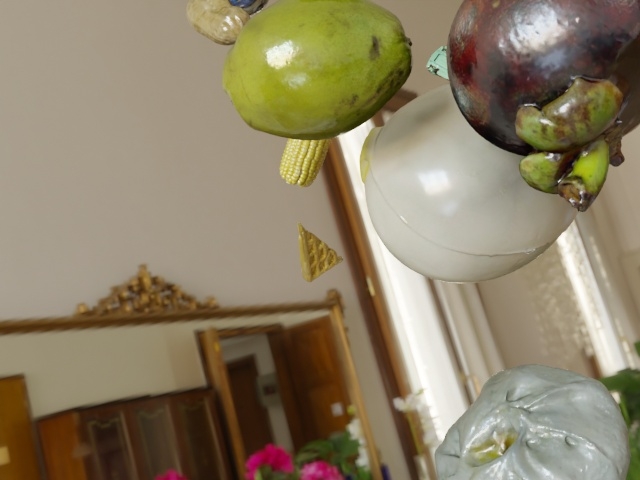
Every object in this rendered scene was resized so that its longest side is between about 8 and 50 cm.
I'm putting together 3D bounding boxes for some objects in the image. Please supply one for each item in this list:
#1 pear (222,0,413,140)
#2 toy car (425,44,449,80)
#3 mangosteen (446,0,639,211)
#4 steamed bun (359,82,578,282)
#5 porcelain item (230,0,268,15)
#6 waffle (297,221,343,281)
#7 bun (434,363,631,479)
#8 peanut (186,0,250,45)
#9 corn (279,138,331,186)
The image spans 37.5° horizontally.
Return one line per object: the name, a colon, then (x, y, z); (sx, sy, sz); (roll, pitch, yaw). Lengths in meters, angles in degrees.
pear: (-0.005, -0.243, 1.314); (0.269, 0.212, 0.212); (-17, -12, 9)
toy car: (0.255, -0.319, 1.765); (0.059, 0.122, 0.035); (-53, -26, -2)
mangosteen: (0.333, -0.222, 1.246); (0.306, 0.359, 0.306); (-16, -31, -10)
steamed bun: (0.249, -0.099, 1.537); (0.374, 0.334, 0.334); (-22, -6, -34)
porcelain item: (-0.207, -0.618, 2.288); (0.186, 0.288, 0.138); (-34, -56, 14)
waffle: (0.000, 0.000, 2.192); (0.125, 0.032, 0.191); (-30, -42, -27)
bun: (0.334, 0.352, 1.566); (0.354, 0.354, 0.194); (-24, -51, 35)
peanut: (-0.224, -0.488, 2.066); (0.095, 0.226, 0.108); (-26, -50, -22)
corn: (-0.020, -0.240, 2.114); (0.093, 0.244, 0.093); (19, 10, -4)
